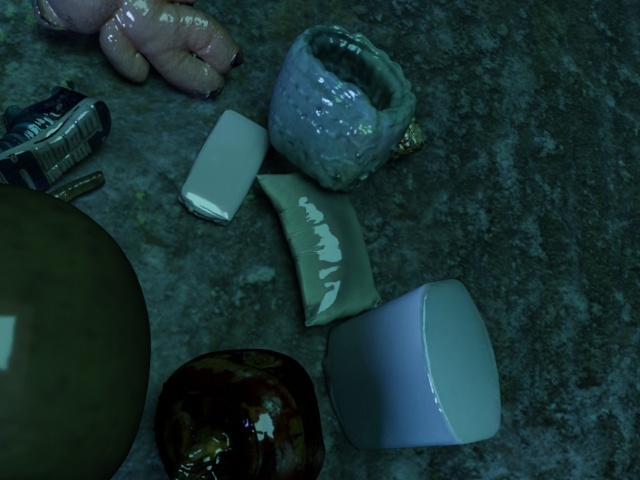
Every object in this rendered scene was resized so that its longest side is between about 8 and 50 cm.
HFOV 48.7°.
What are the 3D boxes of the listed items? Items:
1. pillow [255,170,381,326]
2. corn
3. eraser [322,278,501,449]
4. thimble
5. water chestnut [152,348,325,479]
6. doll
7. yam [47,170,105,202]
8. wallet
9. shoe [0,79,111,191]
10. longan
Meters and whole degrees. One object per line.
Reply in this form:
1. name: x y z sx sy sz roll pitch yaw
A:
1. pillow: -0.001 -0.001 1.065 0.144 0.078 0.254 -10 74 -29
2. corn: 0.099 -0.245 1.199 0.079 0.079 0.237 -21 79 -27
3. eraser: 0.106 0.174 0.926 0.104 0.290 0.189 -1 74 -23
4. thimble: 0.032 -0.201 1.065 0.205 0.172 0.250 9 44 -24
5. water chestnut: -0.103 0.239 0.855 0.238 0.223 0.224 -1 68 -54
6. doll: -0.264 -0.341 1.072 0.303 0.156 0.201 34 101 -29
7. yam: -0.397 -0.035 0.955 0.234 0.029 0.027 -32 57 -27
8. wallet: -0.144 -0.112 1.078 0.095 0.033 0.190 29 63 -8
9. shoe: -0.391 -0.139 0.969 0.106 0.091 0.207 35 64 19
10. longan: -0.346 0.120 0.747 0.361 0.361 0.361 7 68 -19
